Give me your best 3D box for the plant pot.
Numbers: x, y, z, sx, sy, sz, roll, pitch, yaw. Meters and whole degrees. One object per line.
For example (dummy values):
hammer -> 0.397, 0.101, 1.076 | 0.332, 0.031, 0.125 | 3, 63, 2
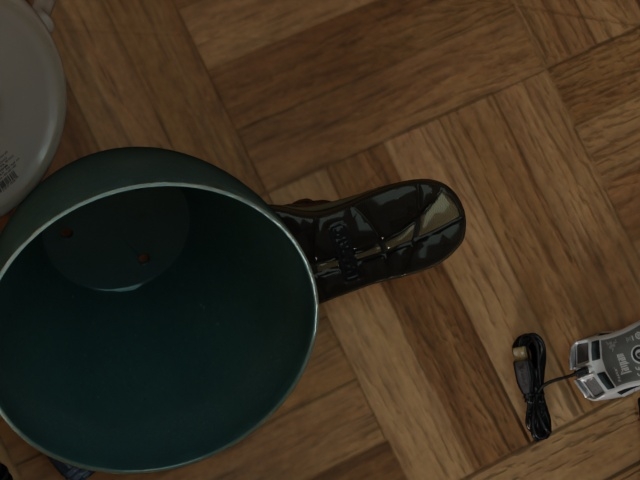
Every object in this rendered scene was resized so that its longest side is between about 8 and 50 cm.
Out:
plant pot -> -0.166, 0.031, 1.669 | 0.290, 0.195, 0.290 | -8, 122, -13

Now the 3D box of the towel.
towel -> -0.237, 0.161, 1.729 | 0.067, 0.029, 0.119 | -38, 92, -20

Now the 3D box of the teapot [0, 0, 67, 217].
teapot -> -0.360, -0.132, 1.681 | 0.256, 0.187, 0.252 | 7, 96, -42

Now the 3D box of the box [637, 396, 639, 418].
box -> 0.447, 0.275, 1.770 | 0.183, 0.296, 0.294 | 2, 79, -17

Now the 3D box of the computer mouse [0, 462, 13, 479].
computer mouse -> -0.253, 0.330, 1.666 | 0.272, 0.072, 0.188 | 39, 70, -6

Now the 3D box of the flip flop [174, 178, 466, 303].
flip flop -> 0.000, 0.000, 1.801 | 0.277, 0.080, 0.112 | -14, 101, -2

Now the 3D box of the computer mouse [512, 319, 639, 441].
computer mouse -> 0.284, 0.128, 1.888 | 0.193, 0.042, 0.106 | -13, 78, -13
